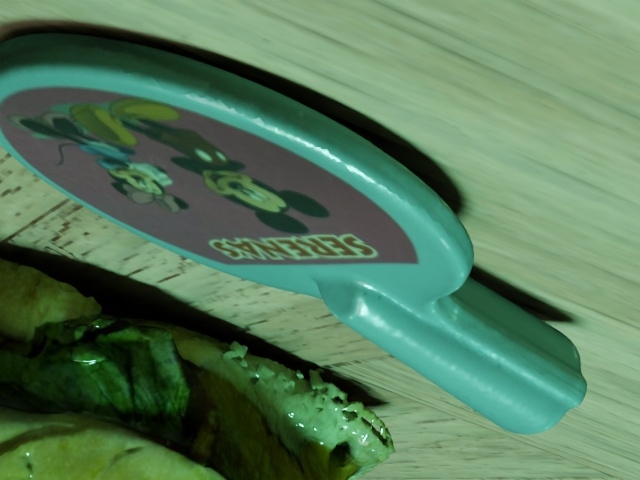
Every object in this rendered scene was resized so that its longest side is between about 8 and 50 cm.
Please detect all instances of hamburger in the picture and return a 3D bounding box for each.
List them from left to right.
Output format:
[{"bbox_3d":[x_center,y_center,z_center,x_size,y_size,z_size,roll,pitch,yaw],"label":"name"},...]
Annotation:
[{"bbox_3d":[-0.115,0.104,0.934,0.284,0.134,0.265,23,164,-11],"label":"hamburger"}]

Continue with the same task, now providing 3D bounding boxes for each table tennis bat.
[{"bbox_3d":[0.000,0.000,0.588,0.244,0.040,0.153,34,159,-36],"label":"table tennis bat"}]
